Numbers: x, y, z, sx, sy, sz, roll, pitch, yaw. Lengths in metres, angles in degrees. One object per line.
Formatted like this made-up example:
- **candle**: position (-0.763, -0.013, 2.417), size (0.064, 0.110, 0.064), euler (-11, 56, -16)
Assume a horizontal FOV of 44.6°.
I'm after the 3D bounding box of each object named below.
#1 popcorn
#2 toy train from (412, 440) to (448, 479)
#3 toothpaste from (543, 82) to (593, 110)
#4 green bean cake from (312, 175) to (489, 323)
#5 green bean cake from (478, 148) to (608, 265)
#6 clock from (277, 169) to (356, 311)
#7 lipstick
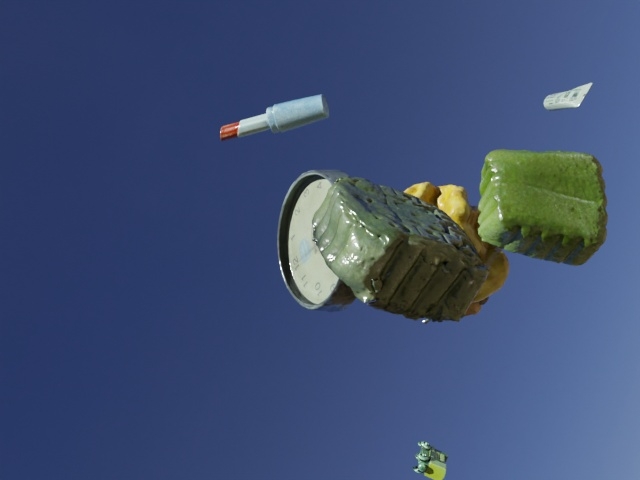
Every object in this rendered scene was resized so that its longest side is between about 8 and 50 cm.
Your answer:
- **popcorn**: position (0.261, 0.028, 1.730), size (0.281, 0.316, 0.297), euler (-21, -14, -41)
- **toy train**: position (0.264, 0.528, 1.872), size (0.122, 0.081, 0.050), euler (-36, -34, -75)
- **toothpaste**: position (0.575, -0.330, 1.829), size (0.064, 0.041, 0.218), euler (-57, 8, 0)
- **green bean cake**: position (0.107, 0.009, 1.128), size (0.227, 0.222, 0.125), euler (18, -65, -22)
- **green bean cake**: position (0.434, -0.076, 1.545), size (0.125, 0.248, 0.222), euler (112, 169, -60)
- **clock**: position (0.000, 0.000, 1.512), size (0.055, 0.280, 0.280), euler (1, -74, -32)
- **lipstick**: position (-0.118, -0.289, 1.876), size (0.061, 0.274, 0.068), euler (-80, -26, -56)
